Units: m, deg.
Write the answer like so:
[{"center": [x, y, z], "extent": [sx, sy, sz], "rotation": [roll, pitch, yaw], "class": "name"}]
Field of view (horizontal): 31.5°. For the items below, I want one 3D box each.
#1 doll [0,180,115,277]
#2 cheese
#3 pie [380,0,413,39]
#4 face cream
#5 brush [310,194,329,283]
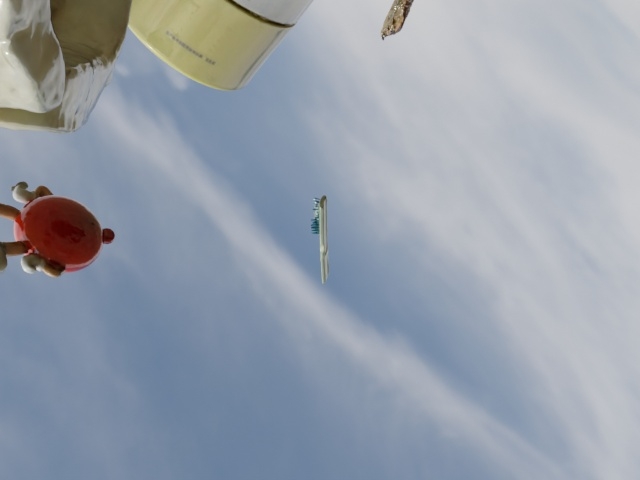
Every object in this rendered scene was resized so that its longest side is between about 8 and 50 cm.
[{"center": [-0.415, -0.017, 1.703], "extent": [0.217, 0.085, 0.183], "rotation": [-1, -123, -42], "class": "doll"}, {"center": [-0.216, -0.215, 0.760], "extent": [0.153, 0.292, 0.332], "rotation": [10, -159, 1], "class": "cheese"}, {"center": [0.158, -0.451, 2.133], "extent": [0.034, 0.170, 0.092], "rotation": [23, -168, -14], "class": "pie"}, {"center": [-0.133, -0.332, 1.491], "extent": [0.218, 0.179, 0.218], "rotation": [33, -154, -19], "class": "face cream"}, {"center": [0.000, 0.000, 0.942], "extent": [0.016, 0.013, 0.084], "rotation": [-73, -16, -50], "class": "brush"}]
